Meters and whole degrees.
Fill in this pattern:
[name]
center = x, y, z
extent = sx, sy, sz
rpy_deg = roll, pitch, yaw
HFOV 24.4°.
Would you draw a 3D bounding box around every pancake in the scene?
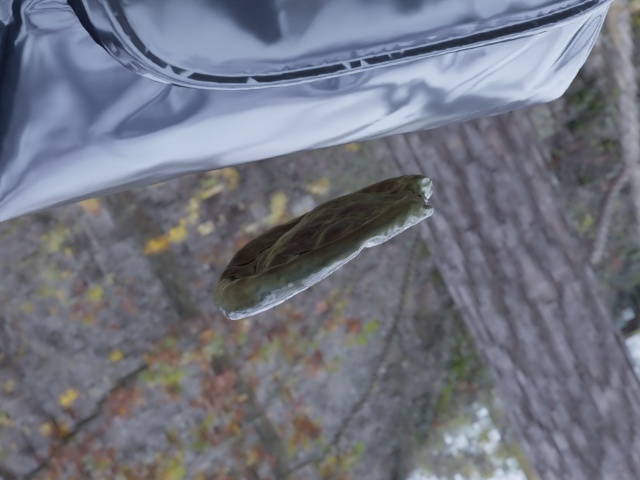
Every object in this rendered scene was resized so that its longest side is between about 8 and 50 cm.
[pancake]
center = -0.001, -0.001, 1.232
extent = 0.222, 0.042, 0.236
rpy_deg = -20, -168, 29

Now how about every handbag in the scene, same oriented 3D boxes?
[handbag]
center = 0.000, -0.135, 0.527
extent = 0.302, 0.178, 0.275
rpy_deg = -12, 155, -24
